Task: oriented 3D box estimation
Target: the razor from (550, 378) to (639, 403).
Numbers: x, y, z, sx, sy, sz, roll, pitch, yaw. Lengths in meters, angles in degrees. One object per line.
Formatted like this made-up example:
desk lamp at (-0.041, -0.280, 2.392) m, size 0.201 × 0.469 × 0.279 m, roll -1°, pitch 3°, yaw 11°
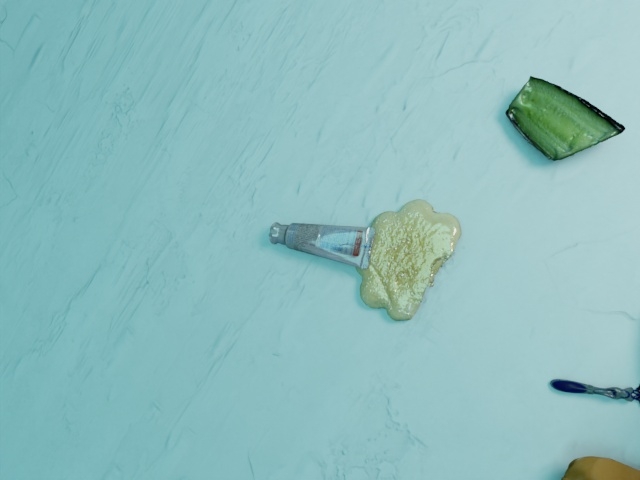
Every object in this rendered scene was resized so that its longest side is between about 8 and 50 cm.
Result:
razor at (0.492, 0.264, 0.891) m, size 0.155 × 0.028 × 0.044 m, roll 3°, pitch 86°, yaw 21°

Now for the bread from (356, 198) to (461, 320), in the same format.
bread at (0.164, 0.033, 1.034) m, size 0.182 × 0.039 × 0.250 m, roll 32°, pitch 97°, yaw 20°

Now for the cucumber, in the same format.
cucumber at (0.446, -0.219, 0.928) m, size 0.193 × 0.086 × 0.115 m, roll 45°, pitch 133°, yaw 22°

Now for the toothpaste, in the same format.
toothpaste at (0.000, 0.000, 1.083) m, size 0.234 × 0.057 × 0.089 m, roll 9°, pitch 85°, yaw 27°

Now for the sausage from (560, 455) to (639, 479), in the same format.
sausage at (0.515, 0.445, 0.815) m, size 0.241 × 0.120 × 0.136 m, roll 17°, pitch 129°, yaw 24°
